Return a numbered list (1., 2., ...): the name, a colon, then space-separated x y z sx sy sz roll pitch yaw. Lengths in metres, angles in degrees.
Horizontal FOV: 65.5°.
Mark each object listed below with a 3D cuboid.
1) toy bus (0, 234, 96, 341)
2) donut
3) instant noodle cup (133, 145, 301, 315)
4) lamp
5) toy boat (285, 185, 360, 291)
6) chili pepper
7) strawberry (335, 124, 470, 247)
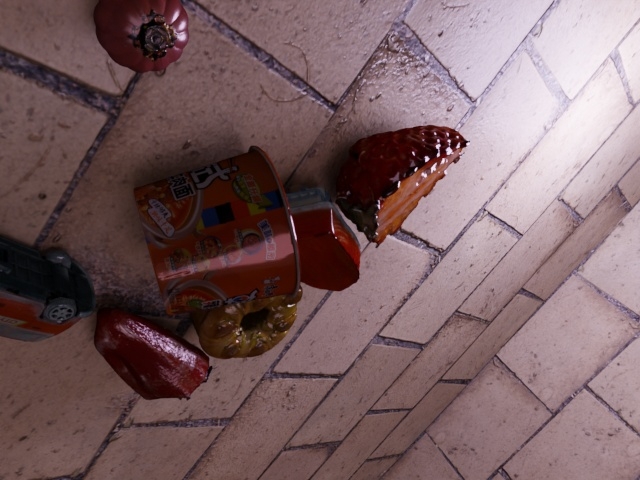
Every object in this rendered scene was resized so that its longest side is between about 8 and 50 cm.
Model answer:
1. toy bus: -0.444 0.055 0.670 0.120 0.121 0.265 -38 143 9
2. donut: -0.147 0.136 0.994 0.227 0.113 0.226 -23 139 -22
3. instant noodle cup: -0.163 -0.006 0.761 0.192 0.250 0.250 -15 136 -17
4. lamp: -0.209 -0.252 0.586 0.108 0.092 0.107 -24 138 -24
5. toy boat: 0.000 0.000 0.985 0.145 0.133 0.331 -12 154 10
6. chili pepper: -0.329 0.198 0.911 0.136 0.144 0.252 -49 133 -18
7. strawberry: 0.137 -0.139 0.955 0.280 0.150 0.253 -49 162 6
